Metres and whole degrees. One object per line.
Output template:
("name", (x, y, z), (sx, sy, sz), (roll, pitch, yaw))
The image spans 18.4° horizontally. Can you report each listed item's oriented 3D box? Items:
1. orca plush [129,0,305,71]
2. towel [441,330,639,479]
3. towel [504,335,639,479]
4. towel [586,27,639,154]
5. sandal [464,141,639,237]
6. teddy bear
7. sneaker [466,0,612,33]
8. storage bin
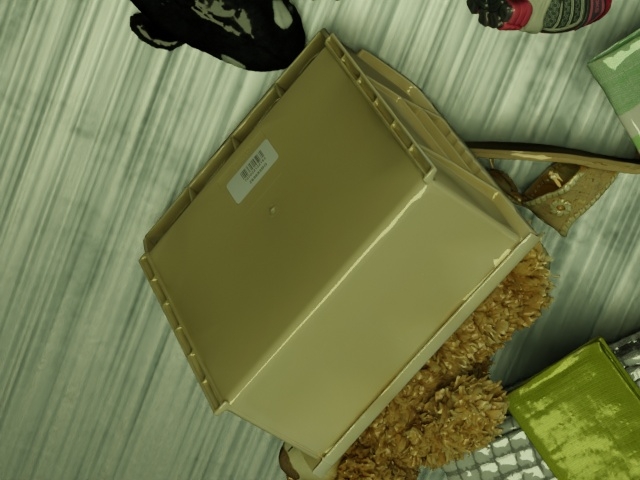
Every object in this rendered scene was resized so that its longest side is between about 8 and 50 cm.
("orca plush", (-0.123, -0.247, 1.627), (0.151, 0.102, 0.287), (-29, 101, 10))
("towel", (0.273, 0.208, 1.719), (0.283, 0.121, 0.235), (-25, 100, 11))
("towel", (0.256, 0.201, 1.646), (0.102, 0.021, 0.237), (-34, 98, 11))
("towel", (0.406, -0.075, 1.629), (0.248, 0.038, 0.325), (-32, 102, 2))
("sandal", (0.219, -0.041, 1.670), (0.240, 0.088, 0.079), (0, 99, -2))
("teddy bear", (0.064, 0.101, 1.649), (0.338, 0.113, 0.245), (-46, 59, 21))
("sneaker", (0.192, -0.317, 1.599), (0.112, 0.121, 0.299), (1, 106, -27))
("storage bin", (0.000, 0.000, 1.609), (0.123, 0.260, 0.262), (31, 107, -36))
